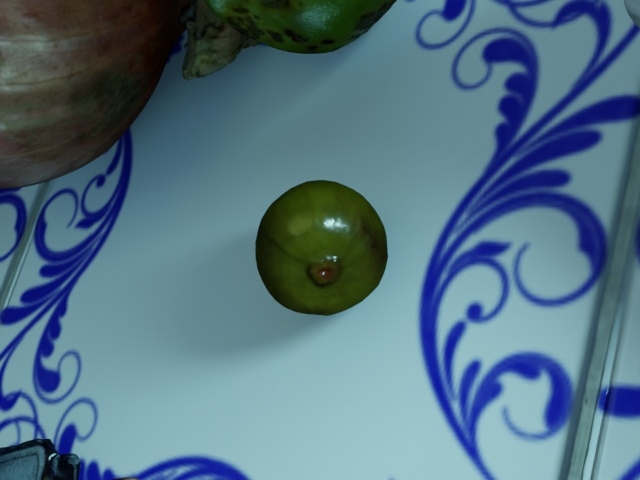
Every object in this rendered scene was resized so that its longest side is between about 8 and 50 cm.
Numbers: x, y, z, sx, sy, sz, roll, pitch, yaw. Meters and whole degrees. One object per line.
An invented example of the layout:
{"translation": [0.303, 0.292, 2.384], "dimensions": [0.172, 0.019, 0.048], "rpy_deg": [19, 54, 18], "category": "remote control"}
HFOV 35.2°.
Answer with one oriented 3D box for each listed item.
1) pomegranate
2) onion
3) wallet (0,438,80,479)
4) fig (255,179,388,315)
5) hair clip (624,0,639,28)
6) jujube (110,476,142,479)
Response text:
{"translation": [0.001, -0.204, 0.618], "dimensions": [0.169, 0.143, 0.122], "rpy_deg": [-55, -1, -19], "category": "pomegranate"}
{"translation": [-0.233, -0.205, 0.680], "dimensions": [0.353, 0.353, 0.354], "rpy_deg": [-19, 56, 32], "category": "onion"}
{"translation": [-0.246, 0.231, 0.669], "dimensions": [0.222, 0.036, 0.167], "rpy_deg": [-21, 56, 33], "category": "wallet"}
{"translation": [0.000, 0.000, 0.558], "dimensions": [0.074, 0.074, 0.088], "rpy_deg": [-44, 16, 14], "category": "fig"}
{"translation": [0.243, -0.018, 0.346], "dimensions": [0.085, 0.101, 0.331], "rpy_deg": [-48, 44, 15], "category": "hair clip"}
{"translation": [-0.111, 0.234, 0.459], "dimensions": [0.174, 0.174, 0.250], "rpy_deg": [-3, 69, 40], "category": "jujube"}
